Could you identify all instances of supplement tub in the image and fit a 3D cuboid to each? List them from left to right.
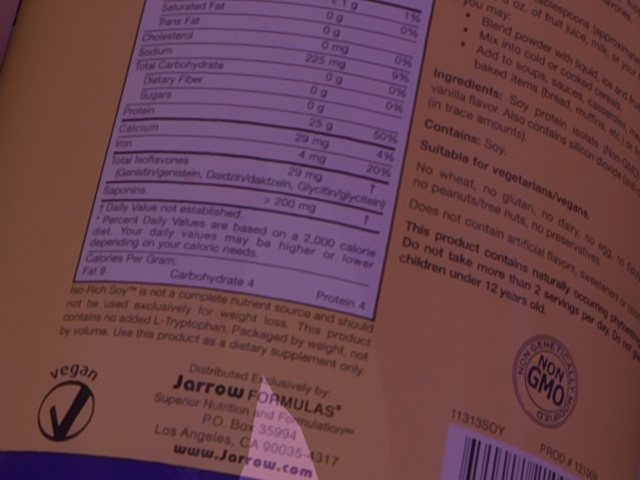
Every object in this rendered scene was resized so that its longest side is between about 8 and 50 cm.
[{"bbox_3d":[0.000,0.000,0.641,0.241,0.241,0.331,13,68,-5],"label":"supplement tub"}]
